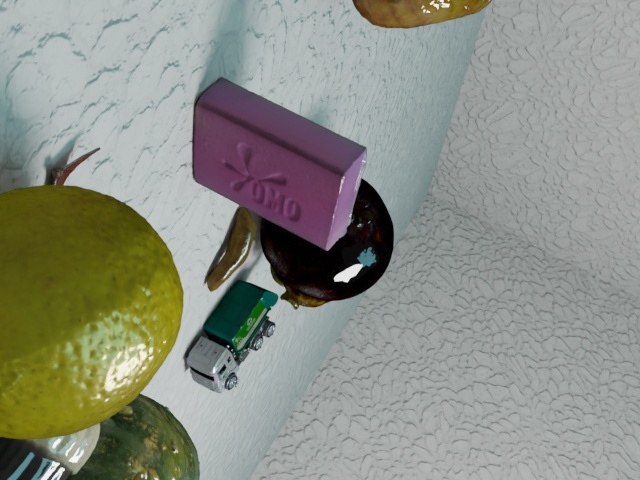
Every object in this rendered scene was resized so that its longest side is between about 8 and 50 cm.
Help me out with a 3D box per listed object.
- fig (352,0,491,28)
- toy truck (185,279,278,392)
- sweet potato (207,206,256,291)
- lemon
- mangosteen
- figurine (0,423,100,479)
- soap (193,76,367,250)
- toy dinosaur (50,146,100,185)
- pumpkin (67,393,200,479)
[{"bbox_3d":[0.169,-0.551,1.298,0.286,0.286,0.369,-48,138,-48],"label":"fig"},{"bbox_3d":[-0.191,0.201,1.673,0.253,0.114,0.124,-55,152,-29],"label":"toy truck"},{"bbox_3d":[-0.170,0.024,1.505,0.182,0.053,0.054,-64,173,6],"label":"sweet potato"},{"bbox_3d":[-0.271,0.069,0.759,0.267,0.267,0.267,-57,166,-22],"label":"lemon"},{"bbox_3d":[0.013,-0.007,1.645,0.297,0.296,0.313,-59,177,-14],"label":"mangosteen"},{"bbox_3d":[-0.361,0.273,0.830,0.204,0.185,0.332,-35,-152,23],"label":"figurine"},{"bbox_3d":[-0.067,-0.112,1.160,0.081,0.259,0.181,-52,165,-37],"label":"soap"},{"bbox_3d":[-0.319,-0.018,0.876,0.220,0.032,0.108,-58,170,-10],"label":"toy dinosaur"},{"bbox_3d":[-0.321,0.360,1.129,0.328,0.257,0.292,95,14,-65],"label":"pumpkin"}]
